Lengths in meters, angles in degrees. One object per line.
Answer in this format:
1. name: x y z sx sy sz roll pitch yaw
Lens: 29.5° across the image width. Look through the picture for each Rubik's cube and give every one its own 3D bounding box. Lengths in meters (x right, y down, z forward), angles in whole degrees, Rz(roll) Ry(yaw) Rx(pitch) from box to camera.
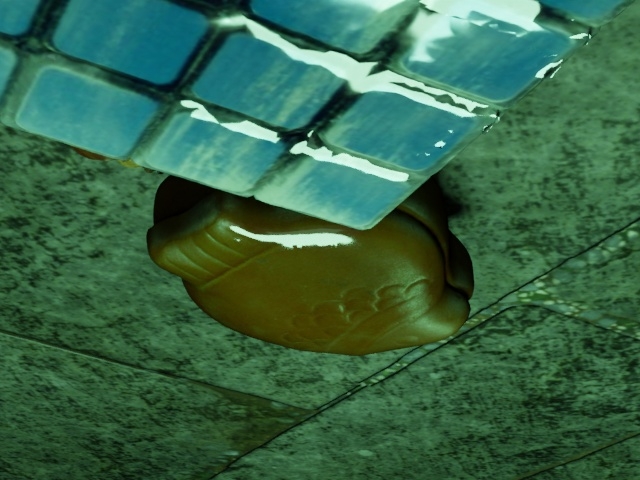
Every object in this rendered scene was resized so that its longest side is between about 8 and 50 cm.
1. Rubik's cube: -0.024 -0.190 0.500 0.256 0.253 0.259 15 148 -20

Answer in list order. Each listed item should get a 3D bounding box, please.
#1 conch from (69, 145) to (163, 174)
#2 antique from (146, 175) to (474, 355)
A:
1. conch: -0.155 -0.109 0.847 0.086 0.080 0.233 -15 152 -2
2. antique: 0.000 0.000 0.970 0.278 0.129 0.223 21 146 -32
